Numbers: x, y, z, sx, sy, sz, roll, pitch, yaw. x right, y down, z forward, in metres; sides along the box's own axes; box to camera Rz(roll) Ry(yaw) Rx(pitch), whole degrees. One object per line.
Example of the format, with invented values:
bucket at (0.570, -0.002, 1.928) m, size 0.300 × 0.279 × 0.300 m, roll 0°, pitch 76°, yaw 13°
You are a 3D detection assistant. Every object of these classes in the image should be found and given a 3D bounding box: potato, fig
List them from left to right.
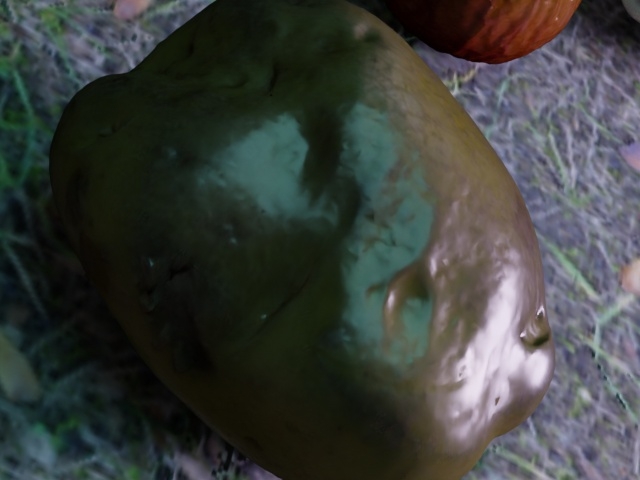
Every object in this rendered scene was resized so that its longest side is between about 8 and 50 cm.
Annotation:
potato at (-0.002, 0.002, 0.675) m, size 0.154 × 0.137 × 0.200 m, roll -44°, pitch 90°, yaw -12°
fig at (0.081, -0.140, 0.818) m, size 0.119 × 0.153 × 0.119 m, roll 0°, pitch 91°, yaw -23°

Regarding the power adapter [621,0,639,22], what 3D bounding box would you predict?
power adapter at (0.205, -0.163, 0.879) m, size 0.205 × 0.125 × 0.130 m, roll 27°, pitch 48°, yaw -39°
